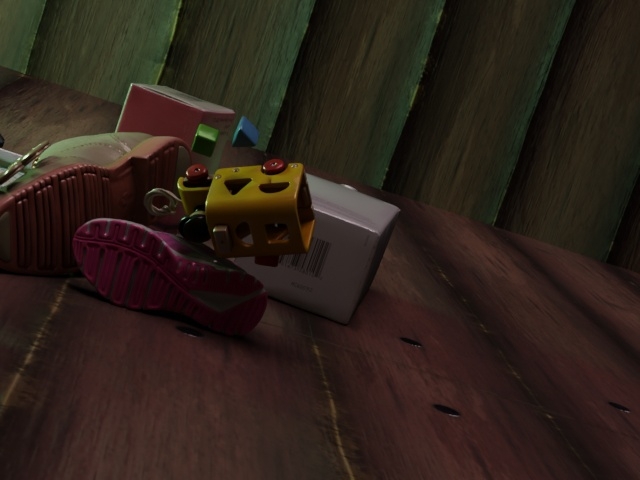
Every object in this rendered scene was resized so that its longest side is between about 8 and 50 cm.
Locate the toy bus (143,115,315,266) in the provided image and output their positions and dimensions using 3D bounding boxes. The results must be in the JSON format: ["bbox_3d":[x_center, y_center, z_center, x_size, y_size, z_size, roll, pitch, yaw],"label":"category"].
[{"bbox_3d":[-0.106,-0.029,1.768,0.191,0.202,0.104,31,36,-15],"label":"toy bus"}]

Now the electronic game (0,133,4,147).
[{"bbox_3d":[-0.646,-0.193,2.420,0.229,0.048,0.229,17,10,-3],"label":"electronic game"}]

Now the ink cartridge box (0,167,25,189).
[{"bbox_3d":[-0.417,-0.053,1.978,0.198,0.067,0.115,12,12,-39],"label":"ink cartridge box"}]

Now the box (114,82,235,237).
[{"bbox_3d":[-0.236,-0.104,2.131,0.127,0.232,0.148,21,9,12],"label":"box"}]

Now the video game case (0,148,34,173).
[{"bbox_3d":[-0.410,-0.084,2.140,0.157,0.019,0.143,18,-20,-3],"label":"video game case"}]

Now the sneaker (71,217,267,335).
[{"bbox_3d":[-0.195,0.041,1.807,0.252,0.103,0.111,25,6,-16],"label":"sneaker"}]

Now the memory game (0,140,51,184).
[{"bbox_3d":[-0.410,-0.067,1.789,0.012,0.186,0.186,52,3,-11],"label":"memory game"}]

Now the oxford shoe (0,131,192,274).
[{"bbox_3d":[-0.331,-0.054,1.872,0.146,0.140,0.397,15,20,25],"label":"oxford shoe"}]

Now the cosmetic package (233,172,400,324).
[{"bbox_3d":[0.000,0.000,2.243,0.197,0.155,0.365,20,8,6],"label":"cosmetic package"}]
